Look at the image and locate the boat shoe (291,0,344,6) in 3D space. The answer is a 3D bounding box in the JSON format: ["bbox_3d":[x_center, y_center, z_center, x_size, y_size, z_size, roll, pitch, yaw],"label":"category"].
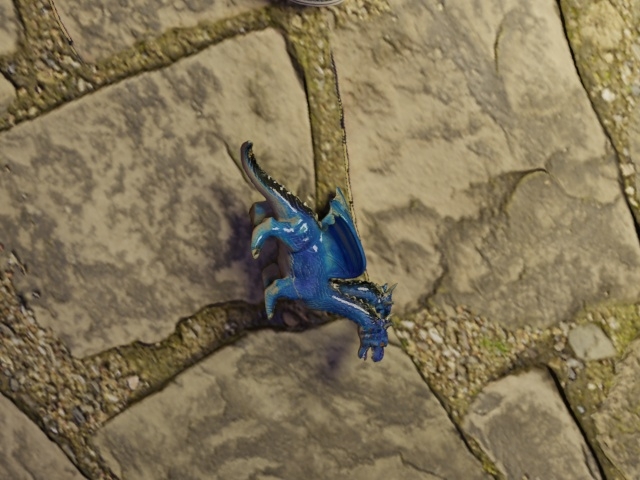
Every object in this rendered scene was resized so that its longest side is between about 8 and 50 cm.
[{"bbox_3d":[-0.096,-0.336,1.922,0.340,0.158,0.127,36,107,-13],"label":"boat shoe"}]

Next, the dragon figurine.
[{"bbox_3d":[0.000,0.000,2.089,0.144,0.085,0.289,-12,115,2],"label":"dragon figurine"}]
